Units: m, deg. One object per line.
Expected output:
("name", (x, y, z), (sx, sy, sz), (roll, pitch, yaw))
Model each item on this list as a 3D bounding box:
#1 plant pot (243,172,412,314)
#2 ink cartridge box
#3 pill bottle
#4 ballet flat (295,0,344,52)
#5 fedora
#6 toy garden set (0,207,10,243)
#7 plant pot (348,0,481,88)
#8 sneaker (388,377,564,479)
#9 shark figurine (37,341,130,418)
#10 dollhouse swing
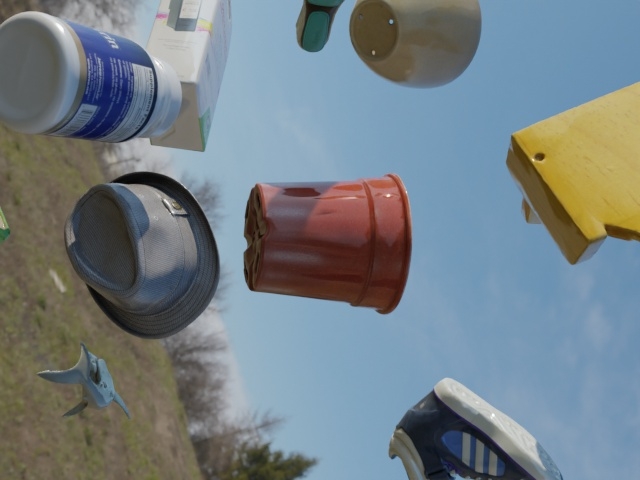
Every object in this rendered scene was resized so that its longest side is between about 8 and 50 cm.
("plant pot", (0.000, 0.000, 1.571), (0.272, 0.265, 0.272), (-177, -90, -76))
("ink cartridge box", (-0.265, -0.383, 1.703), (0.207, 0.119, 0.353), (94, 3, -57))
("pill bottle", (-0.315, -0.212, 1.153), (0.264, 0.153, 0.153), (-4, 75, -66))
("ballet flat", (0.001, -0.473, 1.633), (0.086, 0.086, 0.248), (68, -27, 22))
("fedora", (-0.297, 0.014, 1.295), (0.275, 0.243, 0.124), (62, 17, 18))
("toy garden set", (-0.372, -0.123, 0.708), (0.204, 0.049, 0.244), (56, 8, 30))
("plant pot", (0.170, -0.454, 1.779), (0.284, 0.191, 0.284), (16, -65, 38))
("sneaker", (0.295, 0.453, 1.694), (0.323, 0.236, 0.130), (38, 15, 1))
("shark figurine", (-0.451, 0.295, 1.597), (0.166, 0.116, 0.278), (61, -10, 4))
("dollhouse swing", (0.487, -0.066, 1.239), (0.305, 0.347, 0.315), (69, -1, -49))
